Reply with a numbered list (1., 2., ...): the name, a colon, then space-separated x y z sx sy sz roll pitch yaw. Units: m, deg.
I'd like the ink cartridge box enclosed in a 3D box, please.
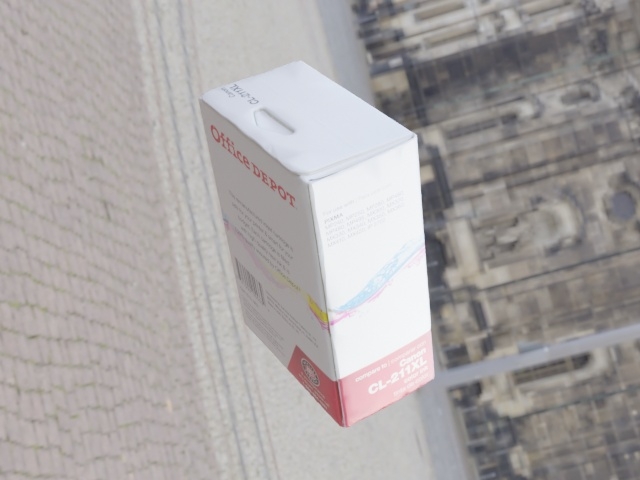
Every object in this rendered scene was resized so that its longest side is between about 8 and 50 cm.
1. ink cartridge box: 0.000 0.000 0.599 0.127 0.072 0.175 42 -32 47
